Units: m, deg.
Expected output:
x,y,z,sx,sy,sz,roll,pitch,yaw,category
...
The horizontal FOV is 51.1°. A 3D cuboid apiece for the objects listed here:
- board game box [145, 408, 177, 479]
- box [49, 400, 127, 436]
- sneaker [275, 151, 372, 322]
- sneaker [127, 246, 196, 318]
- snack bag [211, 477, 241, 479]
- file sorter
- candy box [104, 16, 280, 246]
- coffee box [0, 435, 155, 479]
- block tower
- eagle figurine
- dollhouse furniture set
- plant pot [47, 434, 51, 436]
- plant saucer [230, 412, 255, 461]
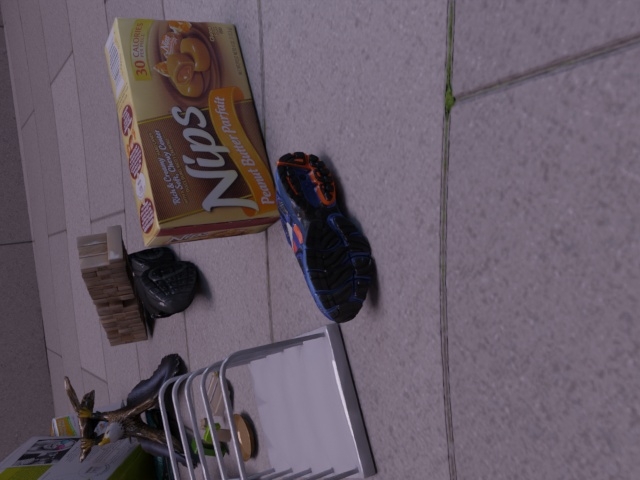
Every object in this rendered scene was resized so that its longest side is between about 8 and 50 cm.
x,y,z,sx,sy,sz,roll,pitch,yaw,category
-0.374,0.495,1.585,0.126,0.026,0.186,-21,79,59,board game box
-0.629,0.527,1.843,0.114,0.203,0.103,-50,55,51,box
0.000,0.000,0.816,0.087,0.083,0.221,111,146,-60,sneaker
-0.305,0.101,1.325,0.286,0.109,0.130,-149,51,-64,sneaker
-0.240,0.585,1.191,0.343,0.037,0.322,-11,89,21,snack bag
-0.089,0.246,0.912,0.278,0.173,0.192,-32,70,57,file sorter
-0.188,-0.160,0.972,0.087,0.183,0.316,-31,70,58,candy box
-0.597,0.687,1.568,0.338,0.335,0.337,-44,-51,-76,coffee box
-0.454,0.109,1.476,0.335,0.097,0.090,97,159,-52,block tower
-0.401,0.395,1.469,0.225,0.299,0.226,-89,-20,-52,eagle figurine
-0.185,0.324,1.235,0.076,0.059,0.151,31,103,61,dollhouse furniture set
-0.709,0.634,1.955,0.237,0.255,0.237,20,114,55,plant pot
-0.132,0.339,1.157,0.083,0.015,0.083,19,112,57,plant saucer
